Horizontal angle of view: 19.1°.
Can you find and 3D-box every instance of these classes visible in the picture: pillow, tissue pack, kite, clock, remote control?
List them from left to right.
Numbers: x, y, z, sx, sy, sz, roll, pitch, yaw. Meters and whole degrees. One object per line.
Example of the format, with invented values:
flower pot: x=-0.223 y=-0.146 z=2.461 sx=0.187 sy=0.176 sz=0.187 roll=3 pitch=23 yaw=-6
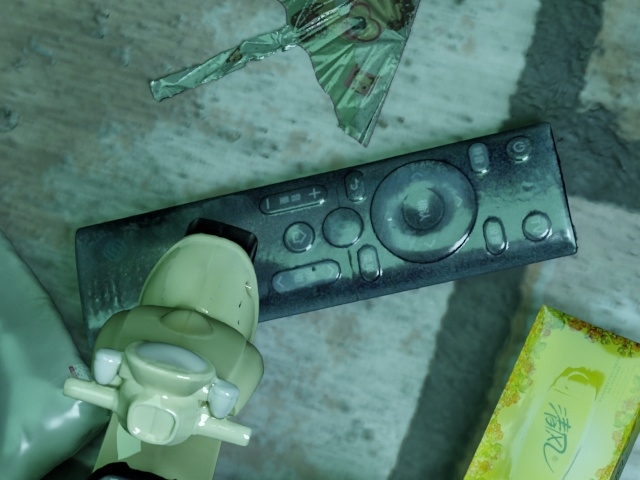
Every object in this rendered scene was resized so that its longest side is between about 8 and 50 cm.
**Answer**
pillow: x=-0.267 y=0.078 z=1.453 sx=0.144 sy=0.078 sz=0.254 roll=-38 pitch=68 yaw=5
clock: x=-0.117 y=0.170 z=1.280 sx=0.120 sy=0.276 sz=0.379 roll=14 pitch=89 yaw=0
kite: x=-0.020 y=-0.165 z=1.507 sx=0.250 sy=0.012 sz=0.229 roll=-27 pitch=69 yaw=5
remote control: x=0.000 y=0.000 z=1.436 sx=0.378 sy=0.044 sz=0.107 roll=-12 pitch=76 yaw=9
tissue pack: x=0.168 y=0.145 z=1.346 sx=0.095 sy=0.062 sz=0.176 roll=23 pitch=81 yaw=18
